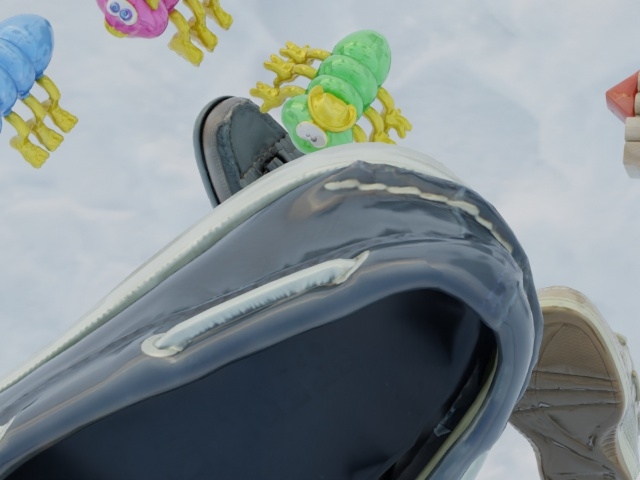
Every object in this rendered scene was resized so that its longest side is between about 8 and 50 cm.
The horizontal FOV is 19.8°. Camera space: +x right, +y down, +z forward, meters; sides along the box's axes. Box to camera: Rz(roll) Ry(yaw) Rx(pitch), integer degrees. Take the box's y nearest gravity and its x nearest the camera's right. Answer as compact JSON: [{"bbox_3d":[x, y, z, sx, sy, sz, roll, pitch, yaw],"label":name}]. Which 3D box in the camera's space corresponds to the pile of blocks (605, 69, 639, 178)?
[{"bbox_3d":[0.316,-0.157,1.618,0.112,0.362,0.149,2,110,18],"label":"pile of blocks"}]

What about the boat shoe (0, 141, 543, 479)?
[{"bbox_3d":[-0.058,0.081,0.372,0.254,0.079,0.095,-36,101,7],"label":"boat shoe"}]

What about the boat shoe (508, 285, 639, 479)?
[{"bbox_3d":[0.218,0.122,1.546,0.109,0.302,0.098,0,53,21],"label":"boat shoe"}]

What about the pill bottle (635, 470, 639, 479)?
[{"bbox_3d":[0.288,0.228,1.272,0.112,0.112,0.187,-19,122,19],"label":"pill bottle"}]

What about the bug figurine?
[{"bbox_3d":[-0.067,-0.067,0.975,0.279,0.072,0.216,32,58,-2],"label":"bug figurine"}]

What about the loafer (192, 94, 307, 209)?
[{"bbox_3d":[0.000,0.000,1.412,0.084,0.096,0.267,-2,126,47],"label":"loafer"}]
